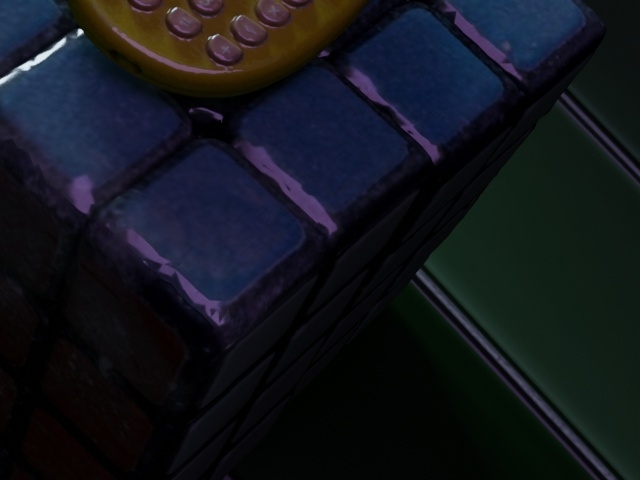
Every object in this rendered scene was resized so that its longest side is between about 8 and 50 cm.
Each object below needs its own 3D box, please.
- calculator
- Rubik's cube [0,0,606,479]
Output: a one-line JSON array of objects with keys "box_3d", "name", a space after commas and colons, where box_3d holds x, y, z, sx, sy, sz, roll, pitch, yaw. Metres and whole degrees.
[{"box_3d": [-0.034, -0.162, 0.823, 0.146, 0.032, 0.235, 35, 56, 2], "name": "calculator"}, {"box_3d": [-0.109, -0.067, 0.966, 0.344, 0.343, 0.337, 43, 55, 7], "name": "Rubik's cube"}]
